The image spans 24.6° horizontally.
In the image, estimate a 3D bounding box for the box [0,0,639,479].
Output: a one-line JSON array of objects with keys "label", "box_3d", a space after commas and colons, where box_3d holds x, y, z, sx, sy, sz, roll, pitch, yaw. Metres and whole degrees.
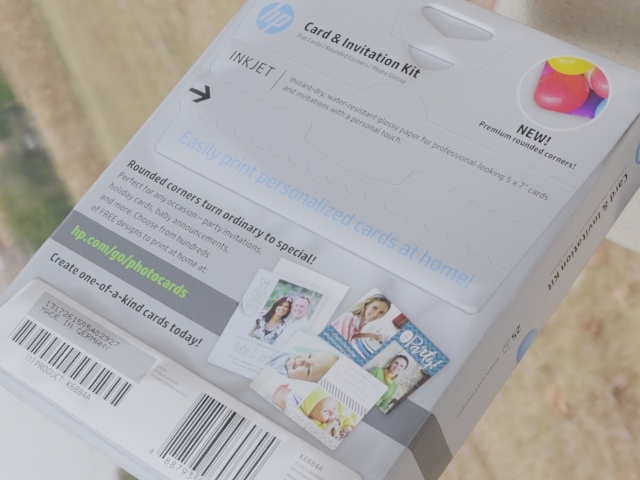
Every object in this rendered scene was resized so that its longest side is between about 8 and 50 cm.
[{"label": "box", "box_3d": [0.000, 0.000, 0.466, 0.145, 0.186, 0.038, 27, 161, 27]}]

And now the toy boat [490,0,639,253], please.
[{"label": "toy boat", "box_3d": [0.155, -0.102, 0.533, 0.151, 0.151, 0.231, 30, 138, 12]}]
